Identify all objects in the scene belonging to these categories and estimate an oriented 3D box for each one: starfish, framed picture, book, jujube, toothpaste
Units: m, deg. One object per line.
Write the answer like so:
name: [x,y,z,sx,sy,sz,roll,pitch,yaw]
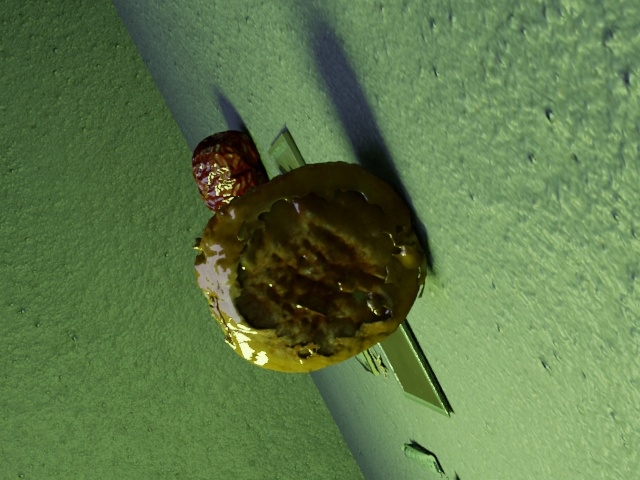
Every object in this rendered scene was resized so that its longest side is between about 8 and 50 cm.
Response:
starfish: [0.147,0.310,2.134,0.092,0.016,0.086,56,168,1]
framed picture: [-0.056,-0.146,1.957,0.192,0.018,0.265,61,169,-2]
book: [0.079,0.244,2.258,0.231,0.026,0.157,65,169,-19]
jujube: [-0.251,-0.176,2.323,0.213,0.213,0.232,44,161,58]
framed picture: [0.183,0.257,1.830,0.232,0.019,0.296,62,169,-5]
toothpaste: [0.258,0.557,2.177,0.061,0.037,0.216,64,165,-7]

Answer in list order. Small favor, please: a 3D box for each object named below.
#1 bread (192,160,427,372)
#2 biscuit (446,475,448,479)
bread: [-0.017,0.029,1.393,0.204,0.358,0.336,-106,-7,-66]
biscuit: [0.362,0.708,1.952,0.309,0.079,0.186,55,165,28]
